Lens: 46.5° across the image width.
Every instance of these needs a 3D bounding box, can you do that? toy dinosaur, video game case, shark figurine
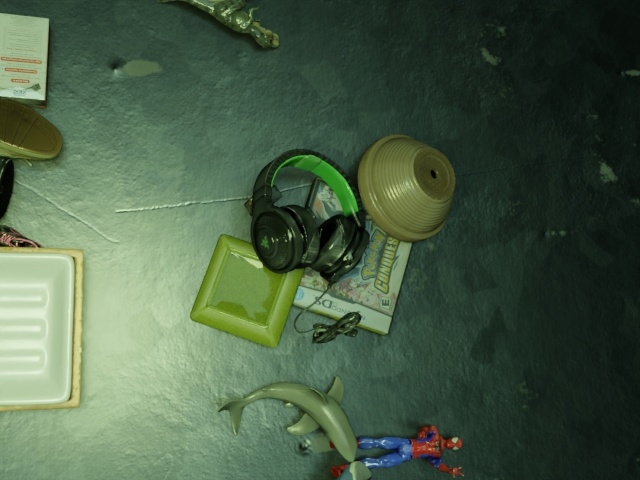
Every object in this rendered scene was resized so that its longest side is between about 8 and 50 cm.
[{"bbox_3d":[-0.196,-0.505,1.575,0.268,0.064,0.118,22,84,-8],"label":"toy dinosaur"},{"bbox_3d":[0.064,0.034,1.578,0.248,0.035,0.275,19,78,-11],"label":"video game case"},{"bbox_3d":[-0.048,0.313,1.461,0.278,0.116,0.166,14,62,2],"label":"shark figurine"}]

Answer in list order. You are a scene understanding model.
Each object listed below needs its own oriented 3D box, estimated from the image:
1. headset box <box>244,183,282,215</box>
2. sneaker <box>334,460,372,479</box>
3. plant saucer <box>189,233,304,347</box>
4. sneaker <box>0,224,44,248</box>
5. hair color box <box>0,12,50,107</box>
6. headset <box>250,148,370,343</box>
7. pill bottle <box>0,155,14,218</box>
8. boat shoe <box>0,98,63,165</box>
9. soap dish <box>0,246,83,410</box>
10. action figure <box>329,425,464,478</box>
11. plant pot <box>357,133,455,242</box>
[{"bbox_3d":[-0.117,-0.082,1.521,0.062,0.083,0.032,-32,91,-16],"label":"headset box"},{"bbox_3d":[0.052,0.601,1.420,0.182,0.127,0.315,-26,70,20],"label":"sneaker"},{"bbox_3d":[-0.145,0.097,1.487,0.188,0.045,0.188,19,78,1],"label":"plant saucer"},{"bbox_3d":[-0.576,0.001,1.400,0.119,0.057,0.047,24,79,-9],"label":"sneaker"},{"bbox_3d":[-0.579,-0.349,1.452,0.093,0.053,0.167,3,80,-16],"label":"hair color box"},{"bbox_3d":[0.000,0.000,1.425,0.243,0.185,0.394,12,65,-34],"label":"headset"},{"bbox_3d":[-0.684,-0.113,1.352,0.219,0.123,0.123,12,79,-11],"label":"pill bottle"},{"bbox_3d":[-0.634,-0.212,1.410,0.285,0.089,0.104,20,52,-14],"label":"boat shoe"},{"bbox_3d":[-0.551,0.159,1.352,0.229,0.118,0.291,1,81,-15],"label":"soap dish"},{"bbox_3d":[0.173,0.429,1.502,0.280,0.139,0.091,-3,84,-18],"label":"action figure"},{"bbox_3d":[0.203,-0.123,1.562,0.237,0.110,0.237,12,68,-30],"label":"plant pot"}]
